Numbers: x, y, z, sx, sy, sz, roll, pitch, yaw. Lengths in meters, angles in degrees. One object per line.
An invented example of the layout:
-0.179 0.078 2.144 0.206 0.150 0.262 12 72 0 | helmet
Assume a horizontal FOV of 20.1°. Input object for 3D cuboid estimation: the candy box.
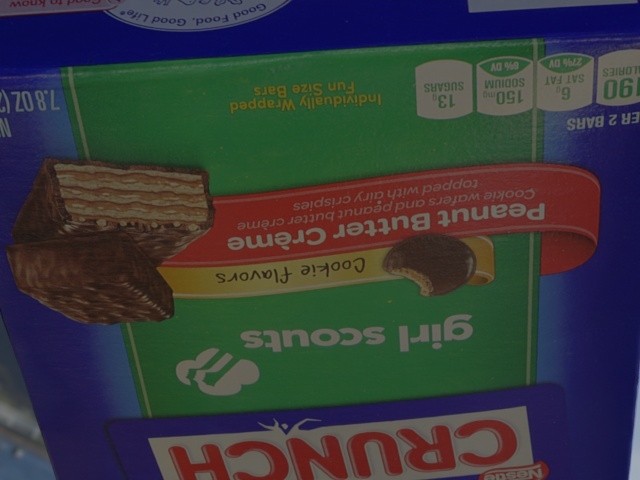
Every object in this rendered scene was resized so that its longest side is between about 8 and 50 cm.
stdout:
0.000 0.000 0.773 0.268 0.122 0.317 -3 -40 3 | candy box
